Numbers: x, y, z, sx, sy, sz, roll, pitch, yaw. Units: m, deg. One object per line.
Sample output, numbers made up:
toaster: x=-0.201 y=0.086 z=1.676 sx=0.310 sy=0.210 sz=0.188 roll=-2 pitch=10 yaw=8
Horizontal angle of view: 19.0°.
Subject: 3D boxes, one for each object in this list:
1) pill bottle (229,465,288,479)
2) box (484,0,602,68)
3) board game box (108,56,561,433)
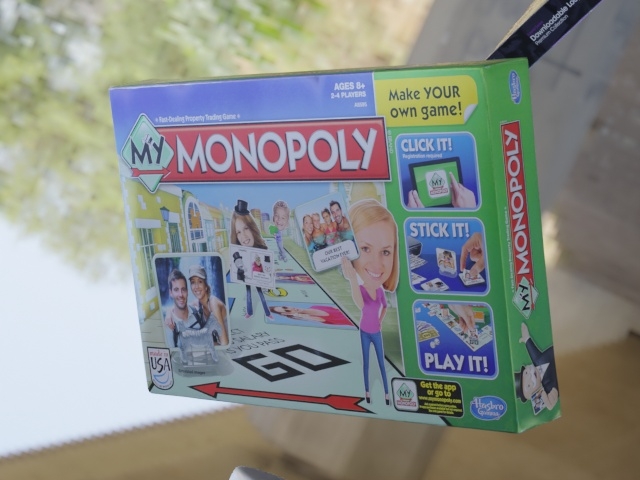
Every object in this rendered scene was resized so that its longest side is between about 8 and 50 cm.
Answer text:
pill bottle: x=-0.043 y=0.205 z=0.771 sx=0.117 sy=0.215 sz=0.117 roll=25 pitch=179 yaw=1
box: x=0.182 y=-0.176 z=1.257 sx=0.029 sy=0.162 sz=0.116 roll=46 pitch=-144 yaw=-4
board game box: x=0.000 y=0.000 z=1.194 sx=0.317 sy=0.213 sz=0.046 roll=1 pitch=-168 yaw=43
